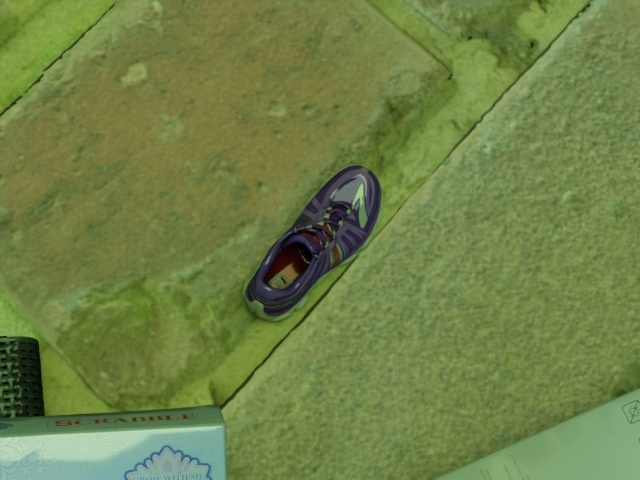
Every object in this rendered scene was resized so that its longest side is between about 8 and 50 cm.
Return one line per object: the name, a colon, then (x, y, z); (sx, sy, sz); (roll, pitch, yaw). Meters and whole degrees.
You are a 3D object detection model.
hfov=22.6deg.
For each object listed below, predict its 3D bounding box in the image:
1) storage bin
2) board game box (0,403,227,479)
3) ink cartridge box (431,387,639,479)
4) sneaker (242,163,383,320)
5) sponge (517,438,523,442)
storage bin: (-0.313, 0.136, 1.289); (0.180, 0.122, 0.084); (-6, 73, -10)
board game box: (-0.227, 0.292, 1.214); (0.319, 0.066, 0.318); (-3, 97, -9)
ink cartridge box: (0.178, 0.250, 1.322); (0.333, 0.065, 0.165); (-20, 75, -15)
sneaker: (0.000, 0.000, 1.409); (0.068, 0.071, 0.170); (36, 70, 4)
sponge: (0.190, 0.286, 1.362); (0.117, 0.031, 0.210); (21, 70, -1)
